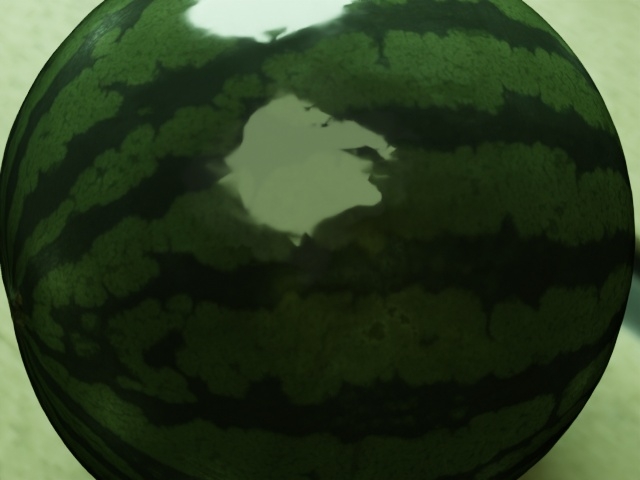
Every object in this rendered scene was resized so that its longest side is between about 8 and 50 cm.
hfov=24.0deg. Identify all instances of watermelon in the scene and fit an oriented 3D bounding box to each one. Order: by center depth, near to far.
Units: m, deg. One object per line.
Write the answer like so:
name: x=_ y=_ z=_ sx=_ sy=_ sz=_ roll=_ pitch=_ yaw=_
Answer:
watermelon: x=0.000 y=0.000 z=0.505 sx=0.212 sy=0.212 sz=0.212 roll=-2 pitch=60 yaw=3
